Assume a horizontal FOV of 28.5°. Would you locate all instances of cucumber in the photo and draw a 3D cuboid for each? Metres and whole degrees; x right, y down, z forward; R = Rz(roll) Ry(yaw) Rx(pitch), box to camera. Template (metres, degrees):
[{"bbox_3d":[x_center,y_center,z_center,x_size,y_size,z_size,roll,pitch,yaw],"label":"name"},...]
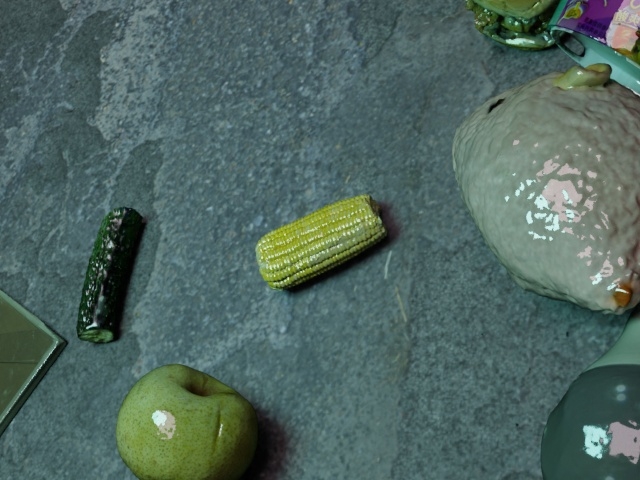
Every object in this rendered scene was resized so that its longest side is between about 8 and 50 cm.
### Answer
[{"bbox_3d":[-0.284,0.046,1.678,0.058,0.058,0.187,-4,61,28],"label":"cucumber"}]

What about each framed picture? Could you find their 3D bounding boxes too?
[{"bbox_3d":[-0.482,0.158,1.748,0.260,0.023,0.189,29,81,37],"label":"framed picture"}]

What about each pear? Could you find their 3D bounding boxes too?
[{"bbox_3d":[-0.153,0.222,1.445,0.167,0.167,0.137,28,96,37],"label":"pear"}]

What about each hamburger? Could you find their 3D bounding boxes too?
[{"bbox_3d":[0.253,-0.328,1.534,0.159,0.131,0.185,21,72,32],"label":"hamburger"}]

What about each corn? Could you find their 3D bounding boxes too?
[{"bbox_3d":[0.000,0.000,1.539,0.165,0.063,0.085,-27,30,12],"label":"corn"}]

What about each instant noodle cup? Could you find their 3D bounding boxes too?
[{"bbox_3d":[0.377,-0.256,1.366,0.251,0.251,0.190,35,94,38],"label":"instant noodle cup"}]

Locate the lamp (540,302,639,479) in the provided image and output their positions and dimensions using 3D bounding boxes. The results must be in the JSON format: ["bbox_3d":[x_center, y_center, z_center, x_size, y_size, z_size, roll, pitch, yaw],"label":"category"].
[{"bbox_3d":[0.319,0.143,1.201,0.182,0.182,0.314,8,68,33],"label":"lamp"}]

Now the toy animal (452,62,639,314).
[{"bbox_3d":[0.269,-0.064,1.337,0.226,0.188,0.358,-36,44,12],"label":"toy animal"}]
